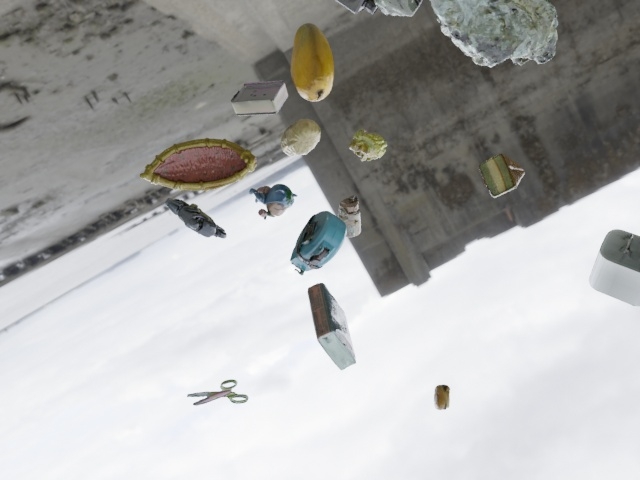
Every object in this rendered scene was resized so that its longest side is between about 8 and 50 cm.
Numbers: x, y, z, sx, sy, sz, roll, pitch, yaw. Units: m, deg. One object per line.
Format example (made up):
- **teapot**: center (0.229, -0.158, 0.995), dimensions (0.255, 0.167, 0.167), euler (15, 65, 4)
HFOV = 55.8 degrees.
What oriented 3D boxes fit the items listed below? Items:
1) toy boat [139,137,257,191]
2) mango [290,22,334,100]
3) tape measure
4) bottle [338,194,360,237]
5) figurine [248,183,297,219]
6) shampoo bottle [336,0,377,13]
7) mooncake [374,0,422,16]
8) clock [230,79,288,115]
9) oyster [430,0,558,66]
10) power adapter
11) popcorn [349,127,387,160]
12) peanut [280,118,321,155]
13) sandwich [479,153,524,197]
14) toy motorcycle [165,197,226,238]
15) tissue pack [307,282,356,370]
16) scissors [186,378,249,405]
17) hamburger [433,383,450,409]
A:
- **toy boat**: center (-0.316, -0.199, 1.605), dimensions (0.317, 0.141, 0.099), euler (-6, -171, 10)
- **mango**: center (-0.030, -0.577, 1.953), dimensions (0.119, 0.317, 0.176), euler (3, 155, -23)
- **tape measure**: center (0.000, 0.000, 1.345), dimensions (0.125, 0.081, 0.146), euler (-28, -146, 52)
- **bottle**: center (0.107, -0.096, 2.302), dimensions (0.098, 0.152, 0.099), euler (-1, -150, 1)
- **figurine**: center (-0.179, -0.136, 2.174), dimensions (0.178, 0.114, 0.145), euler (10, -107, 35)
- **shampoo bottle**: center (0.051, -0.692, 1.619), dimensions (0.080, 0.246, 0.079), euler (-56, 178, 35)
- **mooncake**: center (0.211, -0.663, 1.442), dimensions (0.136, 0.250, 0.254), euler (13, -152, 6)
- **clock**: center (-0.240, -0.567, 2.406), dimensions (0.191, 0.071, 0.147), euler (2, -135, 23)
- **oyster**: center (0.371, -0.458, 1.299), dimensions (0.267, 0.199, 0.112), euler (6, -128, 18)
- **power adapter**: center (0.914, 0.068, 1.777), dimensions (0.124, 0.186, 0.255), euler (-56, 153, -22)
- **popcorn**: center (0.196, -0.390, 2.470), dimensions (0.126, 0.145, 0.125), euler (-59, -166, -10)
- **peanut**: center (-0.075, -0.362, 2.178), dimensions (0.111, 0.125, 0.274), euler (13, 176, -15)
- **sandwich**: center (0.529, -0.160, 1.704), dimensions (0.079, 0.114, 0.163), euler (-28, 151, 31)
- **toy motorcycle**: center (-0.357, -0.061, 1.724), dimensions (0.061, 0.193, 0.124), euler (-55, 177, 9)
- **tissue pack**: center (0.043, 0.355, 2.524), dimensions (0.103, 0.228, 0.316), euler (-26, -145, 9)
- **scissors**: center (-0.334, 0.498, 1.945), dimensions (0.187, 0.134, 0.020), euler (-13, -139, 10)
- **hamburger**: center (0.394, 0.510, 1.967), dimensions (0.044, 0.083, 0.076), euler (4, 163, -6)
